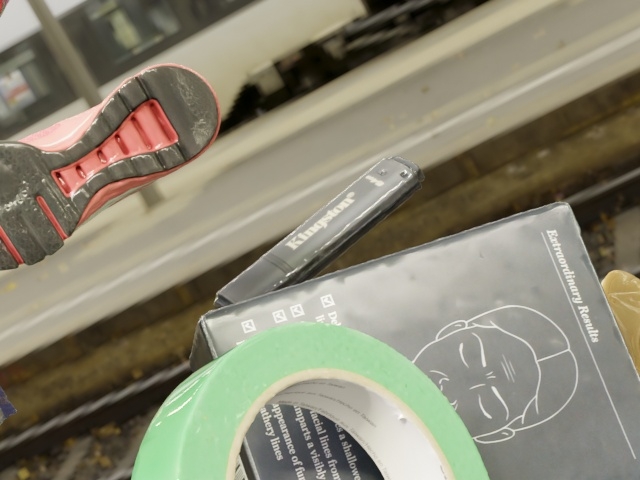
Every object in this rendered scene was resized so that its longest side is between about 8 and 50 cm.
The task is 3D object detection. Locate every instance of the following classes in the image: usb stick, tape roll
[{"bbox_3d":[0.000,0.000,1.490,0.278,0.045,0.077,-39,26,-16],"label":"usb stick"},{"bbox_3d":[0.005,0.228,1.061,0.077,0.321,0.321,-34,5,45],"label":"tape roll"}]

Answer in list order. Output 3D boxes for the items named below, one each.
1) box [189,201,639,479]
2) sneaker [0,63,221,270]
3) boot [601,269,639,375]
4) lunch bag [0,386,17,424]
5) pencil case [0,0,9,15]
[{"bbox_3d":[0.101,0.174,1.336,0.396,0.293,0.212,-17,-14,-13],"label":"box"},{"bbox_3d":[-0.238,-0.050,1.220,0.314,0.116,0.136,-27,0,-18],"label":"sneaker"},{"bbox_3d":[0.334,0.183,1.730,0.262,0.095,0.203,-60,-2,-43],"label":"boot"},{"bbox_3d":[-0.565,0.191,1.574,0.328,0.239,0.385,-39,-5,-14],"label":"lunch bag"},{"bbox_3d":[-0.393,-0.267,1.458,0.104,0.104,0.236,-23,39,28],"label":"pencil case"}]
